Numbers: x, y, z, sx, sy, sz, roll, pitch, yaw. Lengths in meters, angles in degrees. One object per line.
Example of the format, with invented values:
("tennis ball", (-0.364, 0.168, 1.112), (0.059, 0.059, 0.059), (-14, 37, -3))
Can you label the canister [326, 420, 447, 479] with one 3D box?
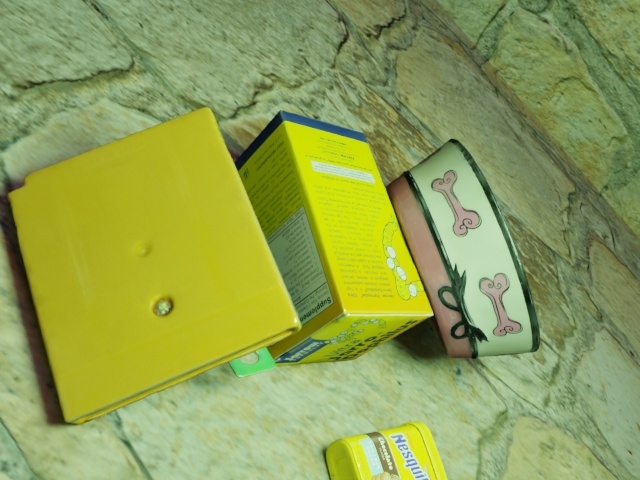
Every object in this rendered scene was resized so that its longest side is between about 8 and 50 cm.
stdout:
("canister", (0.100, 0.347, 0.876), (0.170, 0.073, 0.126), (5, 57, -39))

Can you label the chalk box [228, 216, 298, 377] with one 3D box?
("chalk box", (-0.133, 0.090, 0.814), (0.132, 0.132, 0.213), (-4, 64, -46))

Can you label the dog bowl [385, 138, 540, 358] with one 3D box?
("dog bowl", (0.243, 0.031, 1.068), (0.408, 0.150, 0.408), (-21, 90, -84))

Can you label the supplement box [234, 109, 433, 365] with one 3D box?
("supplement box", (0.000, 0.000, 0.958), (0.195, 0.194, 0.356), (6, 57, -41))

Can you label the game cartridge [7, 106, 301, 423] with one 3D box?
("game cartridge", (-0.213, 0.018, 0.724), (0.285, 0.052, 0.323), (-22, 70, -5))
